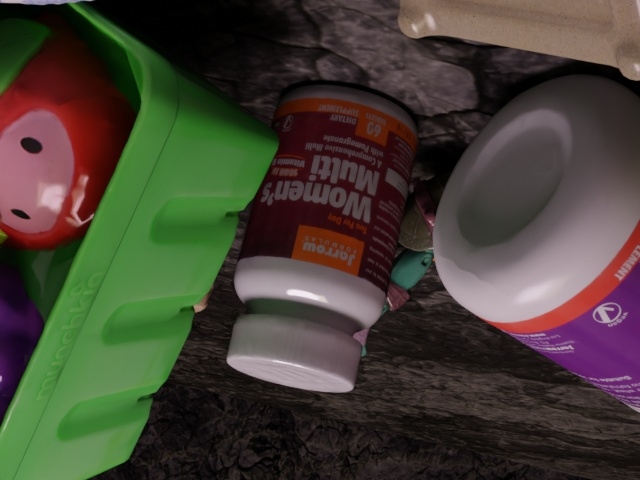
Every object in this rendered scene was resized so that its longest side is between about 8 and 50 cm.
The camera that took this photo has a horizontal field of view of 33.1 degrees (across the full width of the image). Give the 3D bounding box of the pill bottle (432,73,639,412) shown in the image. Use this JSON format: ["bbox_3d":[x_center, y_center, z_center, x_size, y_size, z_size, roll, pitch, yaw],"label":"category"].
[{"bbox_3d":[0.249,0.031,0.778,0.323,0.181,0.181,30,157,-27],"label":"pill bottle"}]

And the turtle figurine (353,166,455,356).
[{"bbox_3d":[0.111,-0.005,0.918,0.234,0.175,0.118,-28,120,13],"label":"turtle figurine"}]

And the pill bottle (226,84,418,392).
[{"bbox_3d":[0.000,0.000,0.848,0.121,0.221,0.121,12,163,4],"label":"pill bottle"}]

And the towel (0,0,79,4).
[{"bbox_3d":[-0.182,-0.175,0.537,0.285,0.034,0.209,-5,161,0],"label":"towel"}]

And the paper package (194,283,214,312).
[{"bbox_3d":[-0.281,-0.038,1.029,0.325,0.168,0.309,22,159,-26],"label":"paper package"}]

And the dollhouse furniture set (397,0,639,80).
[{"bbox_3d":[0.154,-0.177,0.439,0.301,0.151,0.197,21,151,41],"label":"dollhouse furniture set"}]

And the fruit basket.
[{"bbox_3d":[-0.264,-0.015,0.707,0.283,0.392,0.392,40,-179,36],"label":"fruit basket"}]
